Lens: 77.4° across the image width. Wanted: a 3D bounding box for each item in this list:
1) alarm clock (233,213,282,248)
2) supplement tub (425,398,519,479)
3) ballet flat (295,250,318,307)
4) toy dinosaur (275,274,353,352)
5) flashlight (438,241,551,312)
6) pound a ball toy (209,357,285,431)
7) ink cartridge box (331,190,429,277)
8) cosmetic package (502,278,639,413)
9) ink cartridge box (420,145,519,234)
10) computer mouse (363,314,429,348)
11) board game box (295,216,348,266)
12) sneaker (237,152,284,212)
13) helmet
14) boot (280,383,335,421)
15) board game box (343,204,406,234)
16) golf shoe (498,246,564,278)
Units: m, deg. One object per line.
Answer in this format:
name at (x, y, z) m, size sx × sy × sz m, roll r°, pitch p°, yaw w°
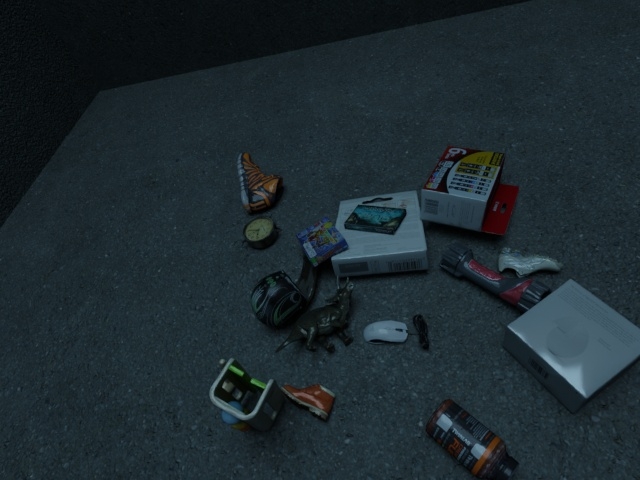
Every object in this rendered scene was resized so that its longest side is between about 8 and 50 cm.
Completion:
alarm clock at (-0.250, -0.021, 1.555) m, size 0.192 × 0.064 × 0.129 m, roll -27°, pitch 50°, yaw -7°
supplement tub at (0.356, 0.478, 0.941) m, size 0.106 × 0.106 × 0.198 m, roll -43°, pitch 53°, yaw -17°
ballet flat at (-0.041, 0.127, 1.383) m, size 0.084 × 0.058 × 0.249 m, roll -10°, pitch 53°, yaw 26°
toy dinosaur at (0.002, 0.262, 1.240) m, size 0.314 × 0.121 × 0.160 m, roll -34°, pitch 39°, yaw -4°
flashlight at (0.514, 0.103, 1.193) m, size 0.103 × 0.103 × 0.304 m, roll -21°, pitch 43°, yaw -35°
pound a ball toy at (-0.223, 0.418, 1.065) m, size 0.208 × 0.319 × 0.135 m, roll 23°, pitch 62°, yaw 14°
ink cartridge box at (0.209, -0.034, 1.431) m, size 0.309 × 0.091 × 0.384 m, roll -7°, pitch 34°, yaw 13°
cosmetic package at (0.632, 0.259, 1.004) m, size 0.225 × 0.138 × 0.224 m, roll -33°, pitch 50°, yaw -8°
ink cartridge box at (0.518, -0.178, 1.351) m, size 0.272 × 0.130 × 0.309 m, roll 15°, pitch 45°, yaw 25°
computer mouse at (0.221, 0.272, 1.188) m, size 0.193 × 0.042 × 0.105 m, roll -5°, pitch 53°, yaw 13°
board game box at (0.000, 0.000, 1.378) m, size 0.136 × 0.035 × 0.201 m, roll -31°, pitch 30°, yaw -1°
sneaker at (-0.253, -0.263, 1.726) m, size 0.180 × 0.124 × 0.320 m, roll -15°, pitch 61°, yaw 1°
helmet at (-0.143, 0.192, 1.277) m, size 0.162 × 0.169 × 0.169 m, roll -40°, pitch 52°, yaw -5°
boot at (-0.035, 0.437, 1.133) m, size 0.158 × 0.059 × 0.084 m, roll 20°, pitch 58°, yaw 20°
board game box at (0.191, -0.076, 1.396) m, size 0.186 × 0.026 × 0.126 m, roll 8°, pitch 41°, yaw 31°
golf shoe at (0.630, 0.082, 1.208) m, size 0.176 × 0.069 × 0.085 m, roll 12°, pitch 78°, yaw 29°
